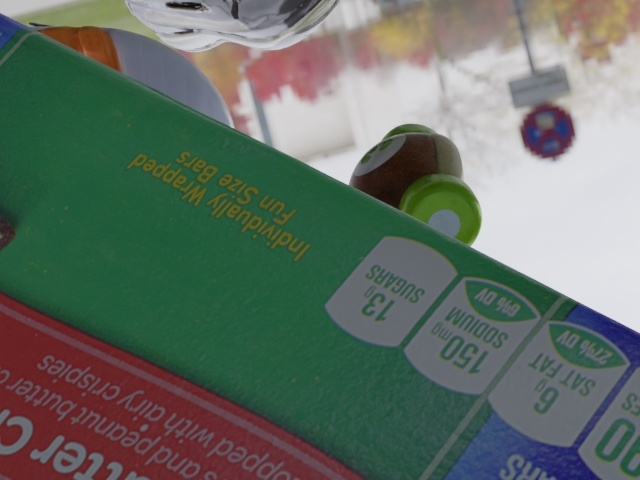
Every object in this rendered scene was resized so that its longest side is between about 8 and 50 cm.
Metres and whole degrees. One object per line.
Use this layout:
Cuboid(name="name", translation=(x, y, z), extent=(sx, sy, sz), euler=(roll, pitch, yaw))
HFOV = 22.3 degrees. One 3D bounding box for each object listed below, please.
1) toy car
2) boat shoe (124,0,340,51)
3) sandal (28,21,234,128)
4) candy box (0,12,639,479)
Cuboid(name="toy car", translation=(0.000, 0.000, 1.085), extent=(0.188, 0.149, 0.155), euler=(1, -161, -5))
Cuboid(name="boat shoe", translation=(-0.088, -0.238, 1.387), extent=(0.130, 0.132, 0.355), euler=(23, 164, -30))
Cuboid(name="sandal", translation=(-0.167, -0.074, 0.886), extent=(0.265, 0.102, 0.076), euler=(6, -163, 14))
Cuboid(name="candy box", translation=(-0.090, 0.123, 0.374), extent=(0.268, 0.122, 0.317), euler=(28, -107, 32))
